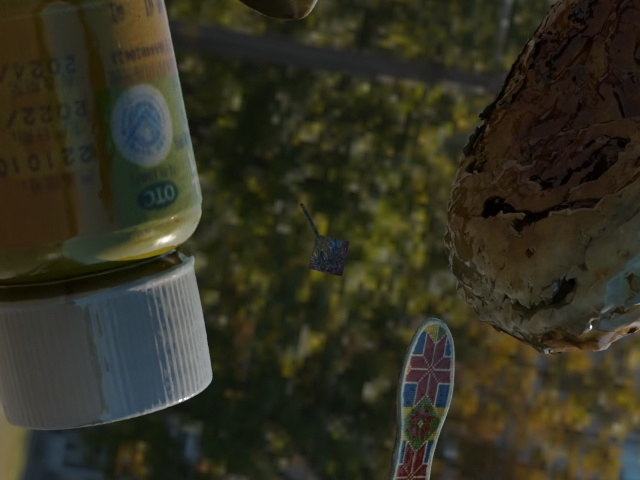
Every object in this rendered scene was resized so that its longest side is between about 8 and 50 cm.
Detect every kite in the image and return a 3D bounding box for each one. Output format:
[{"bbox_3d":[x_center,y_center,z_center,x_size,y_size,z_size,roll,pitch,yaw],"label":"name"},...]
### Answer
[{"bbox_3d":[0.006,-0.001,1.896,0.002,0.044,0.078,-154,-124,-79],"label":"kite"}]

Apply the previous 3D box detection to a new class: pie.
[{"bbox_3d":[0.178,-0.060,1.182,0.308,0.085,0.308,-36,-147,28],"label":"pie"}]

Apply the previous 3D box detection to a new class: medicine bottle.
[{"bbox_3d":[-0.217,-0.046,1.655,0.224,0.224,0.384,-117,-162,-81],"label":"medicine bottle"}]

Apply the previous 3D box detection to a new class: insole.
[{"bbox_3d":[0.087,0.163,1.705,0.006,0.065,0.193,18,-80,50],"label":"insole"}]

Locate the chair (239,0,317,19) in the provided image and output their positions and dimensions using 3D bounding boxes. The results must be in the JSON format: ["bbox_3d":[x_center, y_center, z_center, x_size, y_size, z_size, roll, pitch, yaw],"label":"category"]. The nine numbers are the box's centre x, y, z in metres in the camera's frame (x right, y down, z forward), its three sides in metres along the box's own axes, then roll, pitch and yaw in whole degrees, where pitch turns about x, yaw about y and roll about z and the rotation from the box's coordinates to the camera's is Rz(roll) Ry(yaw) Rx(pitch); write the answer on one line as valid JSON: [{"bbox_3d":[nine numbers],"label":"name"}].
[{"bbox_3d":[-0.054,-0.284,1.327,0.172,0.159,0.247,-64,147,-9],"label":"chair"}]
